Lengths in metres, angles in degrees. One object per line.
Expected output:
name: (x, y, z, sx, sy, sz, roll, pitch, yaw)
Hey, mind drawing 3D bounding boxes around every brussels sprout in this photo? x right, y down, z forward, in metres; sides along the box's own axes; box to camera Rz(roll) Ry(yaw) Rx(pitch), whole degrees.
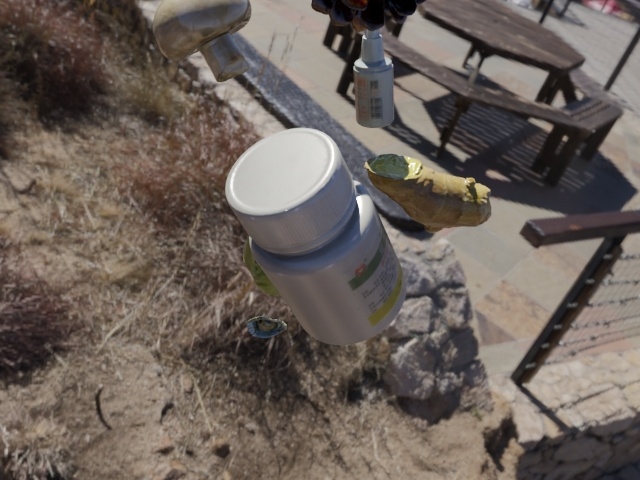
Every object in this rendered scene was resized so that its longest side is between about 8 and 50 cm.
brussels sprout: (-0.068, 0.018, 1.395, 0.223, 0.223, 0.161, -25, 74, -46)

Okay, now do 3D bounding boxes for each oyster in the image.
oyster: (-0.147, 0.222, 1.746, 0.098, 0.100, 0.037, -19, 48, -2)

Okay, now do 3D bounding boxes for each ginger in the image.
ginger: (0.273, -0.124, 1.670, 0.354, 0.190, 0.126, 28, 37, -11)

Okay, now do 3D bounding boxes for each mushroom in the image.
mushroom: (-0.217, -0.405, 1.271, 0.204, 0.204, 0.204, 14, 35, -10)

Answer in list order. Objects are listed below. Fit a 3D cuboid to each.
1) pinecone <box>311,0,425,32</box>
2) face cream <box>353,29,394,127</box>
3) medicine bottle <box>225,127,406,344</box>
pinecone: (0.099, -0.457, 0.981, 0.246, 0.246, 0.292, 4, -7, -31)
face cream: (0.133, -0.414, 1.624, 0.101, 0.251, 0.101, -4, 33, 3)
medicine bottle: (0.000, 0.000, 1.042, 0.208, 0.339, 0.208, -13, 48, 15)
